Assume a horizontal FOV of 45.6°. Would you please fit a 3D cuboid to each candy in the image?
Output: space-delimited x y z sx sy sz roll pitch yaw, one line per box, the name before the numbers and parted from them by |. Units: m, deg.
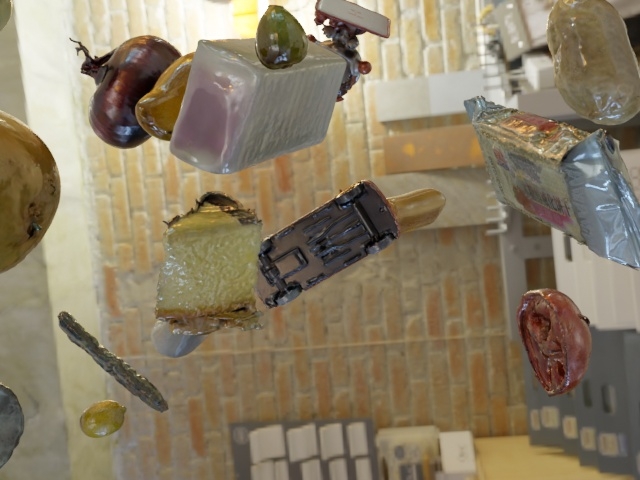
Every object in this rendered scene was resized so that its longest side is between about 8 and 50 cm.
candy | -0.105 -0.253 1.388 0.359 0.145 0.208 -29 -37 -59

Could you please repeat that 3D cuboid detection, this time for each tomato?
tomato | 0.487 0.198 1.541 0.228 0.101 0.228 173 90 -83

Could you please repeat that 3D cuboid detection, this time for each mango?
mango | -0.264 -0.289 1.527 0.262 0.109 0.157 -35 -47 -30

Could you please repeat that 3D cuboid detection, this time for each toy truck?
toy truck | 0.000 0.000 1.203 0.107 0.253 0.114 58 -167 -8

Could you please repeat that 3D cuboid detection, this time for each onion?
onion | -0.439 -0.348 1.705 0.273 0.285 0.273 -52 19 26

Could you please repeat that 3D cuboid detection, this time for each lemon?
lemon | -0.485 0.398 1.702 0.082 0.111 0.082 -18 -90 -85

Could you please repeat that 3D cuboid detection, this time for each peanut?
peanut | 0.429 -0.286 1.207 0.129 0.129 0.224 -34 -78 -83

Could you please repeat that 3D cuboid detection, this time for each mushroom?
mushroom | -0.320 0.198 1.844 0.159 0.122 0.329 -52 5 -27

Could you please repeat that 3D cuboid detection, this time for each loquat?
loquat | -0.509 -0.074 1.097 0.263 0.263 0.263 -5 -90 -84

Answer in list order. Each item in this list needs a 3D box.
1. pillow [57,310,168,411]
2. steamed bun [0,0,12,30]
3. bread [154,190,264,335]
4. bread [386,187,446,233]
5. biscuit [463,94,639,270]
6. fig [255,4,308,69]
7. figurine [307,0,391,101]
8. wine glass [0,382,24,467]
pillow | -0.386 0.235 1.421 0.034 0.255 0.189 -51 -3 -22
steamed bun | -0.738 -0.478 1.452 0.232 0.273 0.166 53 130 23
bread | -0.138 0.025 0.903 0.152 0.127 0.147 -132 45 -60
bread | 0.192 -0.066 1.684 0.239 0.074 0.092 -16 -35 -54
biscuit | 0.292 -0.086 0.958 0.186 0.079 0.309 61 175 -26
fig | -0.055 -0.278 1.037 0.074 0.074 0.088 -73 -27 -74
figurine | 0.040 -0.440 1.819 0.160 0.183 0.226 -79 11 -55
wine glass | -0.743 0.315 1.483 0.406 0.267 0.267 14 116 50
